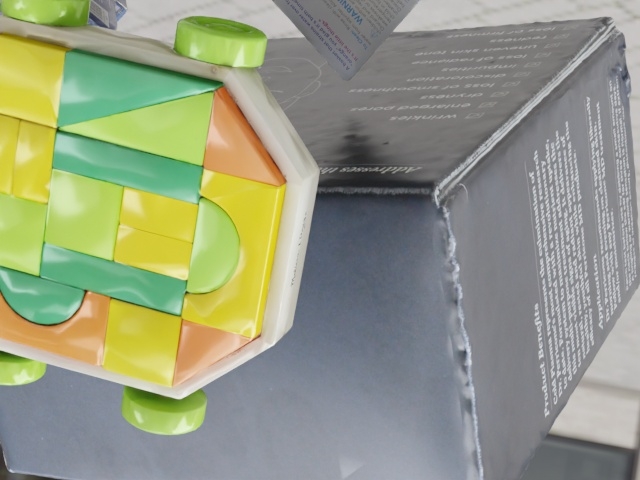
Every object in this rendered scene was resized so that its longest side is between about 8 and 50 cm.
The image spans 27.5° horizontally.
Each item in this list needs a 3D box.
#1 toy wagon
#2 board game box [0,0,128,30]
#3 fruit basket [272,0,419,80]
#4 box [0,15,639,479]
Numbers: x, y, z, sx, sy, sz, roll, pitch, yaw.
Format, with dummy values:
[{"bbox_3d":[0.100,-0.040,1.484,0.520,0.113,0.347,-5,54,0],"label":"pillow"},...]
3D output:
[{"bbox_3d":[-0.177,-0.028,0.846,0.344,0.267,0.068,14,-163,12],"label":"toy wagon"},{"bbox_3d":[-0.232,-0.126,0.992,0.060,0.194,0.194,38,-163,-28],"label":"board game box"},{"bbox_3d":[0.012,-0.349,1.018,0.327,0.165,0.353,47,138,3],"label":"fruit basket"},{"bbox_3d":[0.000,0.000,1.215,0.480,0.297,0.472,2,-158,29],"label":"box"}]
